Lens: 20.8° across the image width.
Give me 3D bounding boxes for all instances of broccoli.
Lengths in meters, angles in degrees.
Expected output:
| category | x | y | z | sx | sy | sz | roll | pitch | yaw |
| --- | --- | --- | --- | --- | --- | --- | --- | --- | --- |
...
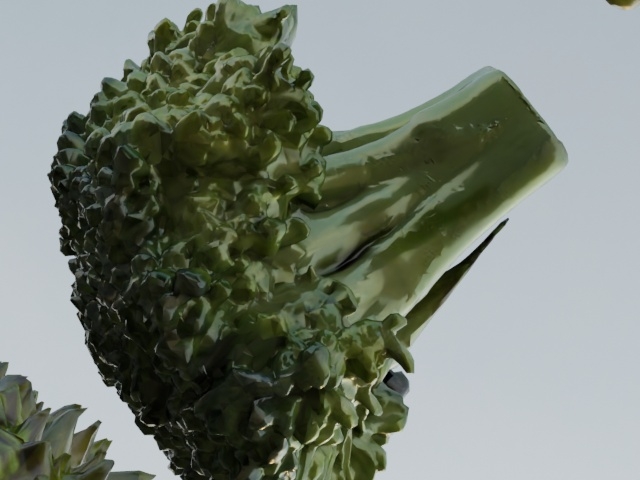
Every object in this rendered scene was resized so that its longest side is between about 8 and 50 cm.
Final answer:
| category | x | y | z | sx | sy | sz | roll | pitch | yaw |
| --- | --- | --- | --- | --- | --- | --- | --- | --- | --- |
| broccoli | 0.000 | 0.000 | 0.841 | 0.247 | 0.243 | 0.263 | 61 | -2 | -42 |

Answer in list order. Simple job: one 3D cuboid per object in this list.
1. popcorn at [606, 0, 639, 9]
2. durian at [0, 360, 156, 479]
| category | x | y | z | sx | sy | sz | roll | pitch | yaw |
| --- | --- | --- | --- | --- | --- | --- | --- | --- | --- |
| popcorn | 0.089 | -0.219 | 0.633 | 0.256 | 0.195 | 0.255 | -34 | -90 | 37 |
| durian | -0.182 | 0.104 | 0.464 | 0.291 | 0.291 | 0.225 | 5 | -62 | 40 |
